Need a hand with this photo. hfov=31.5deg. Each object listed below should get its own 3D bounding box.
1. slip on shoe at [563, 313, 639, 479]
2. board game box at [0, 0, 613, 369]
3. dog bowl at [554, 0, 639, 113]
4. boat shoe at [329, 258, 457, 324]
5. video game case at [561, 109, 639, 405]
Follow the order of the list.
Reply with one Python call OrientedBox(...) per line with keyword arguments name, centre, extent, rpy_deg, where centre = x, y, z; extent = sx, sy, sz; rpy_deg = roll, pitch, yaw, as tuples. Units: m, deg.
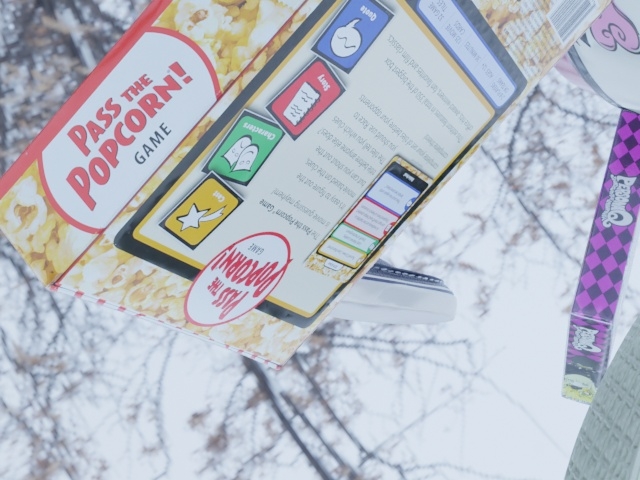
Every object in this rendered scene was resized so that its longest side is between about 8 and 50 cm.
OrientedBox(name="slip on shoe", centre=(0.176, 0.152, 0.545), extent=(0.101, 0.331, 0.123), rpy_deg=(18, -38, -2))
OrientedBox(name="board game box", centre=(0.004, -0.050, 0.383), extent=(0.193, 0.146, 0.045), rpy_deg=(-48, -119, 6))
OrientedBox(name="dog bowl", centre=(0.283, -0.267, 0.815), extent=(0.150, 0.408, 0.408), rpy_deg=(15, -55, 42))
OrientedBox(name="boat shoe", centre=(0.000, 0.000, 1.327), extent=(0.127, 0.340, 0.158), rpy_deg=(128, -29, -74))
OrientedBox(name="video game case", centre=(0.269, 0.011, 1.049), extent=(0.041, 0.232, 0.210), rpy_deg=(13, -23, 15))
